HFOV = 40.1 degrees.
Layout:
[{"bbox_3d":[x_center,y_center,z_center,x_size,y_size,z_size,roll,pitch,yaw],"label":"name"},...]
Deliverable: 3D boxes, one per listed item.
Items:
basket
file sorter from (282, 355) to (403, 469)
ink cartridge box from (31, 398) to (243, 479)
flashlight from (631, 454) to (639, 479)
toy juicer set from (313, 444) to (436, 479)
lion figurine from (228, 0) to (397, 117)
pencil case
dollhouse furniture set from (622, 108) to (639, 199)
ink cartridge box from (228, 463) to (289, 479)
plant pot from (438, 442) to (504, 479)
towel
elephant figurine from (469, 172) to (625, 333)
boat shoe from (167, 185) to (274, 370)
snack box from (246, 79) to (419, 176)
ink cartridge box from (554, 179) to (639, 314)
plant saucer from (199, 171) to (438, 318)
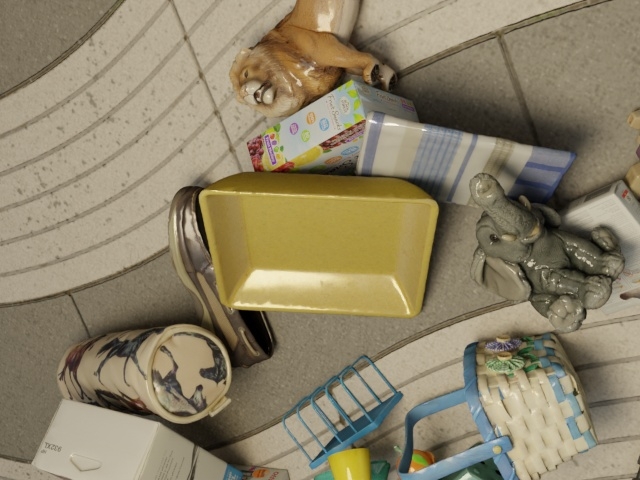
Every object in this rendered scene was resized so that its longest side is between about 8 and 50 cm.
[{"bbox_3d":[0.257,0.265,1.342,0.288,0.255,0.201,-29,98,13],"label":"basket"},{"bbox_3d":[0.034,0.296,1.533,0.170,0.118,0.104,-40,87,32],"label":"file sorter"},{"bbox_3d":[-0.312,0.405,1.551,0.223,0.129,0.307,6,154,29],"label":"ink cartridge box"},{"bbox_3d":[0.623,0.390,1.296,0.304,0.103,0.103,20,122,19],"label":"flashlight"},{"bbox_3d":[0.091,0.404,1.516,0.329,0.209,0.090,112,150,-61],"label":"toy juicer set"},{"bbox_3d":[0.011,-0.357,1.291,0.240,0.142,0.392,24,104,24],"label":"lion figurine"},{"bbox_3d":[-0.321,0.249,1.582,0.183,0.160,0.410,49,146,-20],"label":"pencil case"},{"bbox_3d":[0.464,-0.113,1.226,0.081,0.091,0.114,-4,141,-14],"label":"dollhouse furniture set"},{"bbox_3d":[-0.153,0.524,1.706,0.176,0.128,0.128,-1,109,25],"label":"ink cartridge box"},{"bbox_3d":[0.244,0.475,1.483,0.165,0.165,0.234,31,112,12],"label":"plant pot"},{"bbox_3d":[0.191,-0.104,1.235,0.284,0.034,0.209,11,159,3],"label":"towel"},{"bbox_3d":[0.282,0.005,1.213,0.239,0.169,0.186,31,124,1],"label":"elephant figurine"},{"bbox_3d":[-0.161,0.064,1.542,0.130,0.132,0.356,-7,116,17],"label":"boat shoe"},{"bbox_3d":[0.024,-0.152,1.321,0.207,0.174,0.070,-25,74,31],"label":"snack box"},{"bbox_3d":[0.421,0.013,1.264,0.179,0.045,0.145,47,139,-12],"label":"ink cartridge box"},{"bbox_3d":[0.000,0.000,1.346,0.332,0.081,0.333,2,147,2],"label":"plant saucer"}]
